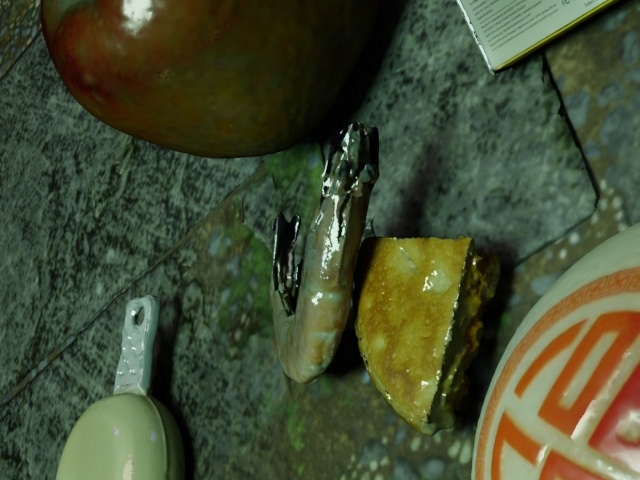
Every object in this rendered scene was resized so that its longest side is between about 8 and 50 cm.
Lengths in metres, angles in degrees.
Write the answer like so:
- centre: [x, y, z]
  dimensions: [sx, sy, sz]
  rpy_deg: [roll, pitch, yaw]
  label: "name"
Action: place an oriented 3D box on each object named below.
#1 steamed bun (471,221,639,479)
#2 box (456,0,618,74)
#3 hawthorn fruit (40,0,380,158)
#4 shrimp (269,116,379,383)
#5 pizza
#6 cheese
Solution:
- centre: [0.184, 0.111, 0.544]
  dimensions: [0.283, 0.177, 0.283]
  rpy_deg: [-24, 58, 45]
  label: "steamed bun"
- centre: [0.120, -0.255, 0.790]
  dimensions: [0.129, 0.033, 0.247]
  rpy_deg: [-27, 87, 45]
  label: "box"
- centre: [-0.112, -0.209, 0.940]
  dimensions: [0.267, 0.301, 0.268]
  rpy_deg: [-14, 69, 42]
  label: "hawthorn fruit"
- centre: [0.000, 0.000, 0.882]
  dimensions: [0.152, 0.046, 0.219]
  rpy_deg: [-118, 38, -63]
  label: "shrimp"
- centre: [0.079, 0.053, 0.802]
  dimensions: [0.134, 0.046, 0.175]
  rpy_deg: [-41, 44, 38]
  label: "pizza"
- centre: [-0.171, 0.180, 1.049]
  dimensions: [0.163, 0.070, 0.249]
  rpy_deg: [19, 90, 53]
  label: "cheese"
